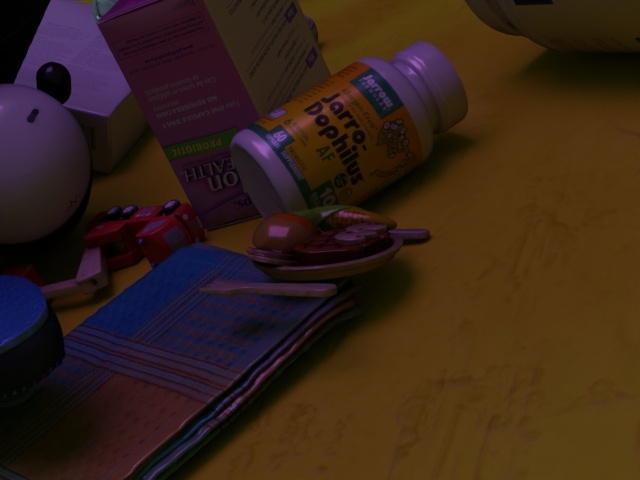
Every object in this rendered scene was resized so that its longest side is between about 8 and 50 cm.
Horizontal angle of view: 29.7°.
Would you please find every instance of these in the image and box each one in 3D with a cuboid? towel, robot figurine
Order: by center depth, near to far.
[{"bbox_3d":[-0.169,0.132,0.970,0.370,0.040,0.271,-40,28,-26],"label":"towel"},{"bbox_3d":[-0.336,-0.073,1.311,0.173,0.209,0.278,-13,-2,-12],"label":"robot figurine"}]

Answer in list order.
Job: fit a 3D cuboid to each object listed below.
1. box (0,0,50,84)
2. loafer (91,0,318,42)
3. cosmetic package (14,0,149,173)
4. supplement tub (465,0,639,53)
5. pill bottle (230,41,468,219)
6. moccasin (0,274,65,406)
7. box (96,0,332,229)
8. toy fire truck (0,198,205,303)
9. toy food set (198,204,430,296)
[{"bbox_3d":[-0.597,-0.149,1.279,0.480,0.297,0.472,-54,-7,36],"label":"box"},{"bbox_3d":[-0.157,-0.313,1.619,0.319,0.111,0.112,12,36,8],"label":"loafer"},{"bbox_3d":[-0.400,-0.236,1.648,0.377,0.097,0.284,14,38,11],"label":"cosmetic package"},{"bbox_3d":[0.297,-0.289,1.109,0.235,0.235,0.325,-38,27,-25],"label":"supplement tub"},{"bbox_3d":[0.031,-0.098,1.129,0.208,0.118,0.117,-32,25,-15],"label":"pill bottle"},{"bbox_3d":[-0.301,0.100,0.986,0.137,0.117,0.342,-30,18,-35],"label":"moccasin"},{"bbox_3d":[-0.092,-0.176,1.249,0.117,0.243,0.213,-15,27,23],"label":"box"},{"bbox_3d":[-0.224,0.019,1.228,0.192,0.047,0.135,-4,33,38],"label":"toy fire truck"},{"bbox_3d":[0.000,0.000,0.971,0.132,0.039,0.192,0,14,28],"label":"toy food set"}]
